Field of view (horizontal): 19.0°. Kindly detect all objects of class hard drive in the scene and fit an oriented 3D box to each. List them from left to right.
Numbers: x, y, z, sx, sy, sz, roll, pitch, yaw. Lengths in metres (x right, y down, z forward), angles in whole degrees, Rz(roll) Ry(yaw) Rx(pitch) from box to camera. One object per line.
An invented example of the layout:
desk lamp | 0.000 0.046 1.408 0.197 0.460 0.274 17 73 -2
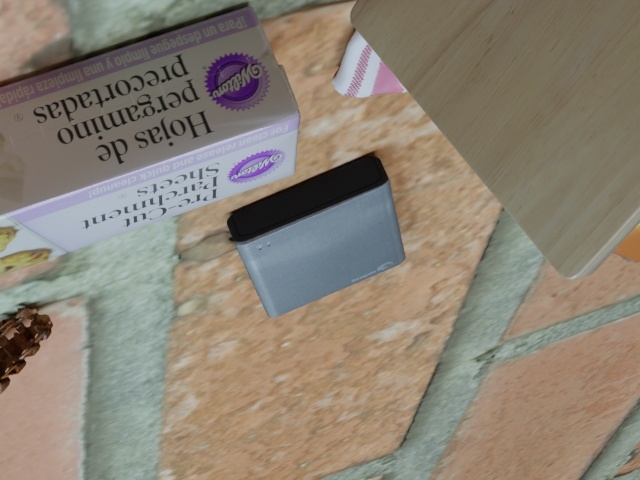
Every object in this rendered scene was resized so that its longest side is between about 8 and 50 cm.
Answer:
hard drive | 0.000 0.000 1.131 0.094 0.022 0.135 -23 159 -2

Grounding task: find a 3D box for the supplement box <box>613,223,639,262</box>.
supplement box | 0.262 -0.077 1.151 0.233 0.080 0.078 -29 160 18

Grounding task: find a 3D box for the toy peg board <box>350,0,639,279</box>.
toy peg board | 0.123 -0.098 0.809 0.079 0.160 0.161 -12 147 -51

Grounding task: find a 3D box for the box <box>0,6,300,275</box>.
box | -0.169 -0.017 0.852 0.324 0.063 0.067 -19 160 -12

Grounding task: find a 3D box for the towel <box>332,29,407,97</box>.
towel | 0.113 -0.126 0.939 0.197 0.029 0.144 -13 156 -25

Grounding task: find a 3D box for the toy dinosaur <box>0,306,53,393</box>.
toy dinosaur | -0.293 0.147 1.057 0.322 0.164 0.218 -62 177 -7
